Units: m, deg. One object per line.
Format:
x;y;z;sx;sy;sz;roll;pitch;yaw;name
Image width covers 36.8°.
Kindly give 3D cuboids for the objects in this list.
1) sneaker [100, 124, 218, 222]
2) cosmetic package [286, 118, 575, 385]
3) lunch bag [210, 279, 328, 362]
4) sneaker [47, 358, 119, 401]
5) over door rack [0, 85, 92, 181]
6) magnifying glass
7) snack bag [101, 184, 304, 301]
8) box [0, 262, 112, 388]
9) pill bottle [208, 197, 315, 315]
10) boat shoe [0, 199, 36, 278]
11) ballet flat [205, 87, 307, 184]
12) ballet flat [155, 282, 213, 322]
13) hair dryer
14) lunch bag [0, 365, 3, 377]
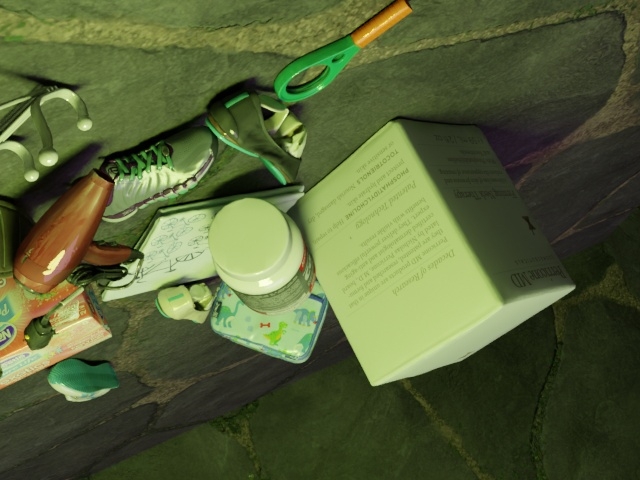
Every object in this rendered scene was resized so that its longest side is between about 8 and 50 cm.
-0.251;-0.097;1.371;0.224;0.083;0.098;-32;158;17;sneaker
0.211;0.020;1.871;0.327;0.393;0.329;-39;161;33;cosmetic package
-0.100;0.134;1.908;0.090;0.219;0.176;87;24;-77;lunch bag
-0.542;0.321;2.144;0.092;0.087;0.229;-29;161;12;sneaker
-0.419;-0.060;1.063;0.239;0.108;0.324;-37;176;24;over door rack
0.031;-0.273;1.382;0.231;0.026;0.092;-31;162;19;magnifying glass
-0.228;0.014;1.803;0.323;0.037;0.342;-13;158;-40;snack bag
-0.512;0.141;1.545;0.300;0.154;0.142;-24;163;-7;box
-0.102;0.031;1.708;0.161;0.161;0.283;-27;163;-2;pill bottle
-0.503;0.003;1.272;0.104;0.110;0.307;-6;178;24;boat shoe
-0.074;-0.156;1.452;0.096;0.095;0.280;-42;161;6;ballet flat
-0.259;0.123;1.964;0.086;0.086;0.248;-29;174;6;ballet flat
-0.343;0.009;1.372;0.223;0.080;0.293;-42;163;-40;hair dryer
-0.565;0.146;1.268;0.235;0.169;0.287;-10;179;-10;lunch bag
